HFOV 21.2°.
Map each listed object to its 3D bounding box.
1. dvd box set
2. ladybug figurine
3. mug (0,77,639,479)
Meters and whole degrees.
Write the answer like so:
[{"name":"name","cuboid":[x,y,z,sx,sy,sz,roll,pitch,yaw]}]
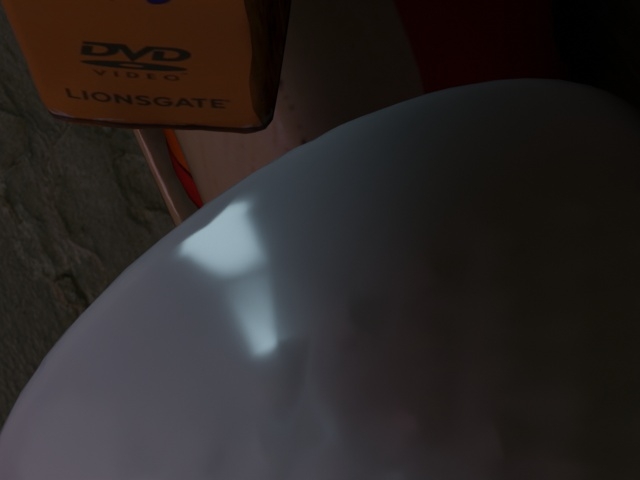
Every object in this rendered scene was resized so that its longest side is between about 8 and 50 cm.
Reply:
[{"name":"dvd box set","cuboid":[-0.030,-0.244,0.271,0.420,0.062,0.307,86,-171,-67]},{"name":"ladybug figurine","cuboid":[-0.003,-0.094,0.685,0.449,0.162,0.305,77,167,-58]},{"name":"mug","cuboid":[0.115,0.171,0.549,0.374,0.276,0.328,22,-153,-54]}]
